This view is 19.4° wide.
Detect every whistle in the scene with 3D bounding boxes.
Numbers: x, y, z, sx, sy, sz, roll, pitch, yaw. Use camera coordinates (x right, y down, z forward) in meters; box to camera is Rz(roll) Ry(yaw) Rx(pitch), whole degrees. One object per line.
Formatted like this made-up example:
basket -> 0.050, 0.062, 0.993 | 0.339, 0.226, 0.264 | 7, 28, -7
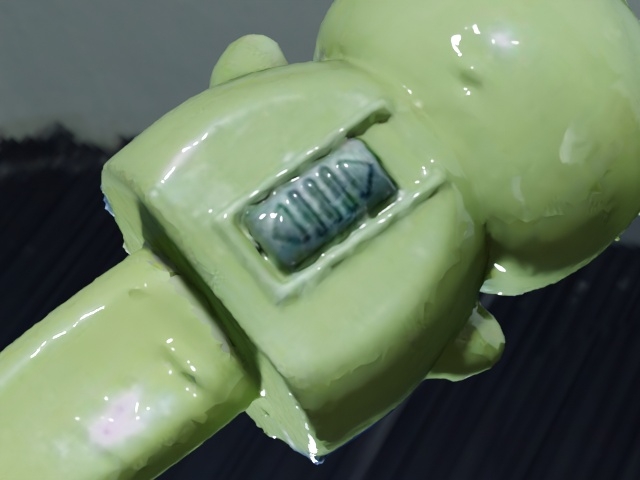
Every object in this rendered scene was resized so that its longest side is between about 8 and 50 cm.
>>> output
whistle -> 0.000, 0.000, 0.460 | 0.105, 0.227, 0.085 | 51, 167, 7
